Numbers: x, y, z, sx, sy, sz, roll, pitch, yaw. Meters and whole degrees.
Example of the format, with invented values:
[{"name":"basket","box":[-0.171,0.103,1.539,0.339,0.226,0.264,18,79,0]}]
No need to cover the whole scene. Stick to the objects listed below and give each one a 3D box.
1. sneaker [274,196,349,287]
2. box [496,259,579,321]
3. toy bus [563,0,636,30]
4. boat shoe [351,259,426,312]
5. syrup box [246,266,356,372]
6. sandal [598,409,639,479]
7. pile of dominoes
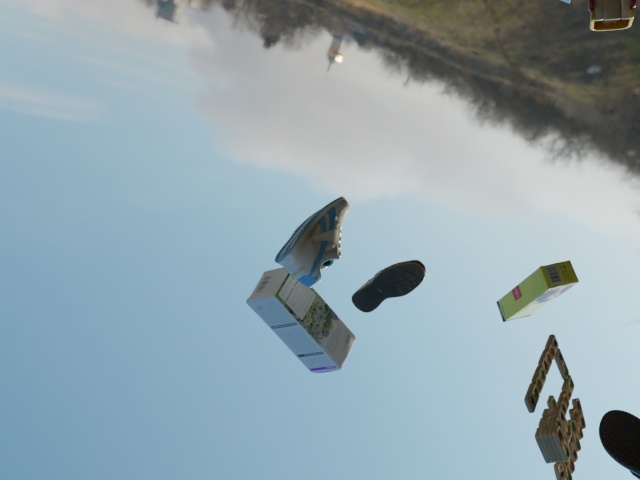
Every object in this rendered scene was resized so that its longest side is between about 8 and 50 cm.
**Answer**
[{"name":"sneaker","box":[0.000,0.000,1.563,0.092,0.087,0.228,46,-133,-9]},{"name":"box","box":[0.497,0.120,1.861,0.087,0.232,0.058,-11,-110,-17]},{"name":"toy bus","box":[0.645,-0.567,1.789,0.191,0.202,0.104,48,-171,13]},{"name":"boat shoe","box":[0.134,0.078,1.552,0.064,0.178,0.060,49,-140,-9]},{"name":"syrup box","box":[-0.037,0.170,1.701,0.096,0.093,0.237,-15,124,42]},{"name":"sandal","box":[0.447,0.301,1.082,0.179,0.067,0.040,44,170,41]},{"name":"pile of dominoes","box":[0.435,0.304,1.424,0.040,0.196,0.251,-18,-166,33]}]
